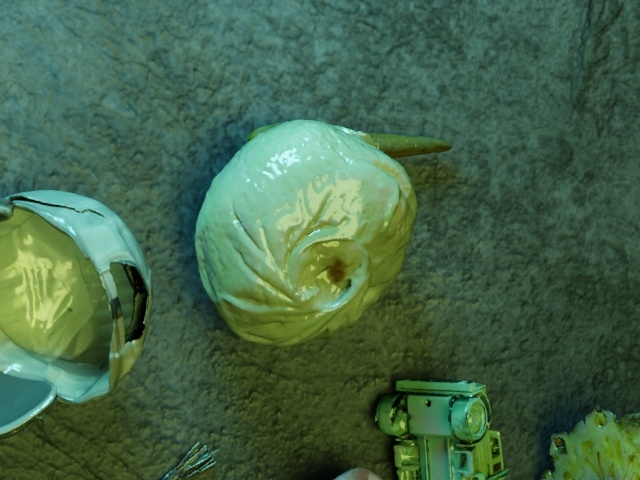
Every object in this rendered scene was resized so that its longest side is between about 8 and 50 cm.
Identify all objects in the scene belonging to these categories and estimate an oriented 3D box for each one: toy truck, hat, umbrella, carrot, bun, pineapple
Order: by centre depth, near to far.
[{"bbox_3d":[-0.294,0.057,1.635,0.275,0.161,0.232,-12,99,-2],"label":"hat"},{"bbox_3d":[0.000,0.000,1.752,0.243,0.153,0.244,-19,127,-27],"label":"bun"},{"bbox_3d":[-0.138,0.237,1.802,0.083,0.020,0.031,-31,108,-16],"label":"umbrella"},{"bbox_3d":[0.032,-0.100,1.839,0.254,0.049,0.049,-1,96,-29],"label":"carrot"},{"bbox_3d":[0.148,0.274,1.914,0.135,0.128,0.260,-19,104,-51],"label":"toy truck"},{"bbox_3d":[0.434,0.288,2.019,0.271,0.262,0.263,-12,102,-47],"label":"pineapple"}]

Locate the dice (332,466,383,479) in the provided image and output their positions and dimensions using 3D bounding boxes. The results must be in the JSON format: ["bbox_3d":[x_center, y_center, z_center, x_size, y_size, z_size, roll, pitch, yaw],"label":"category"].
[{"bbox_3d":[0.032,0.302,1.836,0.093,0.094,0.091,-46,163,23],"label":"dice"}]
